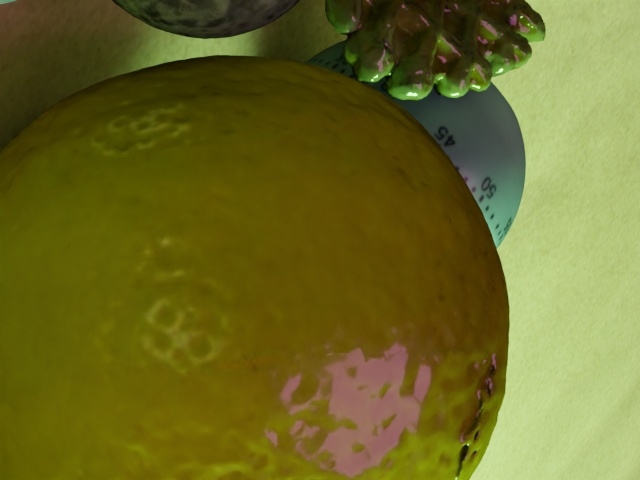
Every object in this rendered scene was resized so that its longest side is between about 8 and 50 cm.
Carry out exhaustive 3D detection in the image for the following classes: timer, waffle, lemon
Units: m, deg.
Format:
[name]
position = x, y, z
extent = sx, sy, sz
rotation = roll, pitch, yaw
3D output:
[timer]
position = 0.007, -0.011, 1.086
extent = 0.255, 0.175, 0.175
rotation = -43, 156, 15
[waffle]
position = 0.050, -0.165, 1.003
extent = 0.169, 0.036, 0.183
rotation = -26, 92, -42
[lemon]
position = -0.046, 0.043, 0.881
extent = 0.293, 0.293, 0.293
rotation = -40, 145, -36

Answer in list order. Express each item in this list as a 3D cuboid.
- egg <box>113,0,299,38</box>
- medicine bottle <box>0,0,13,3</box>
[egg]
position = -0.056, -0.173, 0.825
extent = 0.132, 0.132, 0.172
rotation = -41, 135, -34
[medicine bottle]
position = -0.151, -0.147, 0.698
extent = 0.188, 0.119, 0.094
rotation = -23, 134, -50
